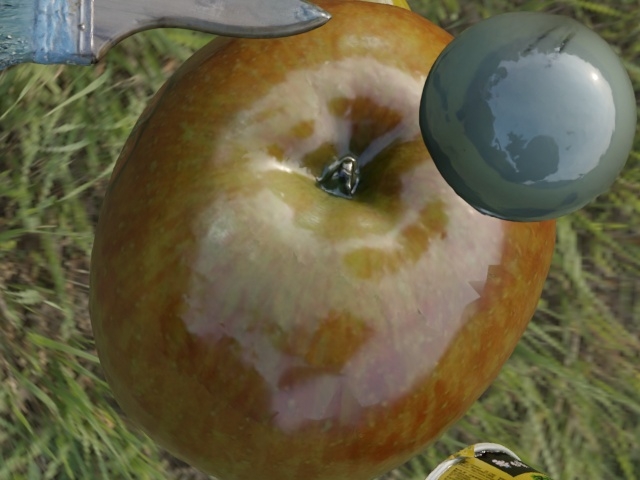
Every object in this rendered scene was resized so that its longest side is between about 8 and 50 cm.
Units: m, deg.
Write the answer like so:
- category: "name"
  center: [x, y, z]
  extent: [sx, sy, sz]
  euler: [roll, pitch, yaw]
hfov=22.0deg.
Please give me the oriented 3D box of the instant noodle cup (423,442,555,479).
- category: "instant noodle cup"
  center: [0.130, 0.209, 0.994]
  extent: [0.151, 0.122, 0.152]
  euler: [-16, 112, -46]

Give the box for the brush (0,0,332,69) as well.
- category: "brush"
  center: [-0.090, -0.116, 0.829]
  extent: [0.196, 0.021, 0.070]
  euler: [0, 71, -9]

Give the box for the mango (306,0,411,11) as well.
- category: "mango"
  center: [0.019, -0.124, 1.367]
  extent: [0.137, 0.237, 0.091]
  euler: [2, 45, 10]

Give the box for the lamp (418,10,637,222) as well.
- category: "lamp"
  center: [0.100, -0.060, 0.795]
  extent: [0.105, 0.105, 0.105]
  euler: [0, 90, -15]

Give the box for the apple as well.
- category: "apple"
  center: [0.000, 0.000, 0.993]
  extent: [0.277, 0.250, 0.309]
  euler: [10, 86, 8]
